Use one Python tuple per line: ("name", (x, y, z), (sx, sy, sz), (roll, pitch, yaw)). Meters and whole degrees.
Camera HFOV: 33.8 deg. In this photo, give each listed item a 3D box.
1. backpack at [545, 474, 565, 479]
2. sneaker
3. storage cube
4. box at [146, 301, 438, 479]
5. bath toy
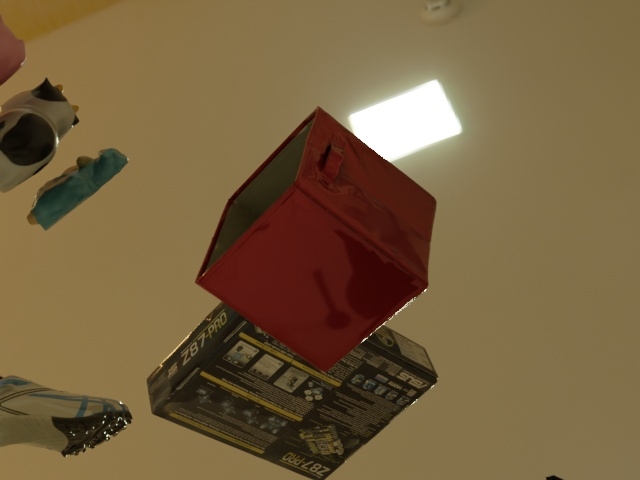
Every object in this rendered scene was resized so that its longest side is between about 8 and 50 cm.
("backpack", (0.340, 0.409, 1.485), (0.098, 0.101, 0.120), (22, -108, 18))
("sneaker", (-0.299, 0.177, 1.106), (0.085, 0.237, 0.086), (-45, -124, 27))
("storage cube", (0.000, 0.000, 1.231), (0.215, 0.193, 0.183), (-44, -162, 31))
("box", (-0.043, 0.237, 1.799), (0.318, 0.395, 0.097), (-47, -144, 19))
("bath toy", (-0.363, -0.180, 1.149), (0.129, 0.348, 0.151), (-37, -155, 1))
